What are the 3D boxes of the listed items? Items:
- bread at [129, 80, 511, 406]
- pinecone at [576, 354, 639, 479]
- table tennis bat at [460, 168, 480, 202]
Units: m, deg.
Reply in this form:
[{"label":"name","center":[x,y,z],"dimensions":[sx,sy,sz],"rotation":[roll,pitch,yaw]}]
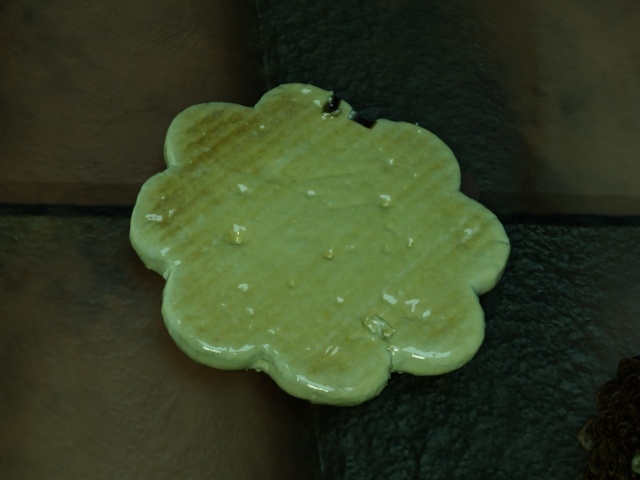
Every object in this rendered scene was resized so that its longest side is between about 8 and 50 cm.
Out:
[{"label":"bread","center":[0.000,0.000,1.158],"dimensions":[0.316,0.054,0.316],"rotation":[7,52,-9]},{"label":"pinecone","center":[0.287,0.146,1.061],"dimensions":[0.165,0.163,0.163],"rotation":[0,51,-37]},{"label":"table tennis bat","center":[0.100,-0.053,1.253],"dimensions":[0.083,0.007,0.050],"rotation":[36,55,11]}]
